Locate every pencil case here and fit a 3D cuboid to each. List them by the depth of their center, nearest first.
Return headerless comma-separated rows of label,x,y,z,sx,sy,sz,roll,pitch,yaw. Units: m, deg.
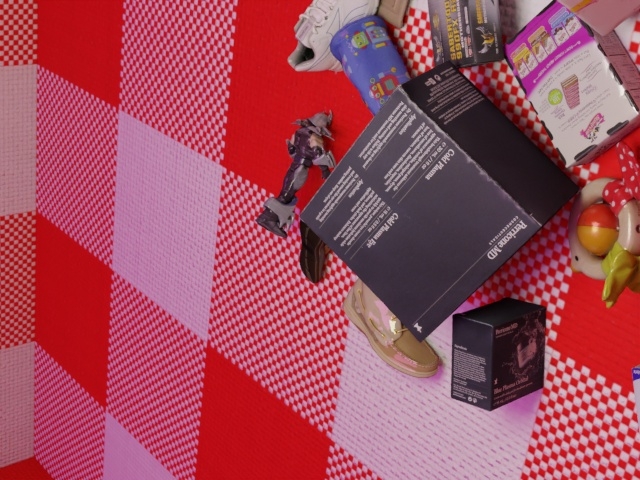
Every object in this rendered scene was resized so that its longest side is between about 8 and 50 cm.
pencil case,0.130,-0.270,1.809,0.119,0.133,0.306,-26,76,4

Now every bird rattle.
bird rattle,0.453,-0.025,1.496,0.207,0.143,0.253,-178,81,-66

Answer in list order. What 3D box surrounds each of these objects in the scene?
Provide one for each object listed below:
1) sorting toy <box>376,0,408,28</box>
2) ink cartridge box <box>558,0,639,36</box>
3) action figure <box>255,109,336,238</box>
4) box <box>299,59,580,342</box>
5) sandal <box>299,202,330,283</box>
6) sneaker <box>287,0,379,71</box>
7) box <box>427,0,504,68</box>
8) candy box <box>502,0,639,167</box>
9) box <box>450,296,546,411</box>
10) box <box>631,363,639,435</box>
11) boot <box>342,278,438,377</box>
sorting toy,0.084,-0.570,1.846,0.307,0.041,0.229,40,133,36
ink cartridge box,0.371,-0.443,1.319,0.197,0.270,0.198,-41,67,24
action figure,-0.044,-0.148,2.026,0.285,0.099,0.185,-64,17,3
box,0.192,-0.062,1.622,0.312,0.179,0.343,47,131,9
sandal,0.000,0.000,2.084,0.090,0.060,0.219,44,144,41
sneaker,0.022,-0.429,1.848,0.111,0.129,0.297,52,146,26
box,0.239,-0.410,1.632,0.183,0.056,0.231,-158,60,-74
candy box,0.407,-0.256,1.520,0.159,0.071,0.233,-41,68,47
box,0.313,0.197,1.687,0.093,0.156,0.158,13,109,47
box,0.561,0.256,1.479,0.126,0.072,0.137,-3,98,50
boot,0.161,0.125,1.899,0.262,0.095,0.203,47,131,37
